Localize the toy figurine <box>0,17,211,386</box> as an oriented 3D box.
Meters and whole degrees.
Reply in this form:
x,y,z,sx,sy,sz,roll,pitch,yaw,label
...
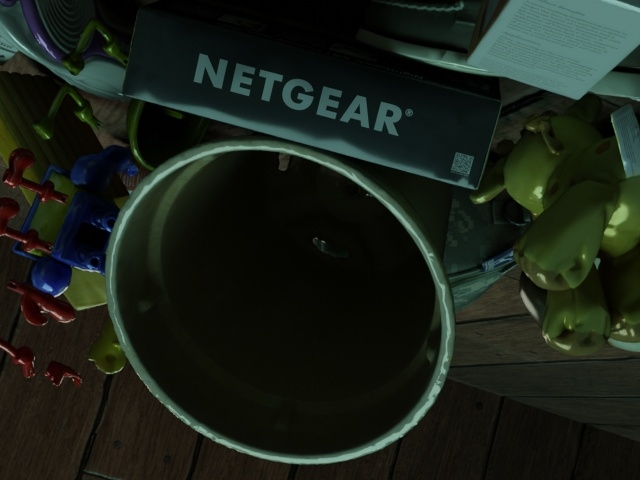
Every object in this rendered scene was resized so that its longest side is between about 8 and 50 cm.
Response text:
x,y,z,sx,sy,sz,roll,pitch,yaw,label
-0.272,-0.050,1.346,0.191,0.363,0.217,22,178,-31,toy figurine

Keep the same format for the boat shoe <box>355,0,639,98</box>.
x,y,z,sx,sy,sz,roll,pitch,yaw,label
0.173,-0.172,1.019,0.305,0.091,0.109,12,-168,26,boat shoe

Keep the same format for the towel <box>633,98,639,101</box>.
x,y,z,sx,sy,sz,roll,pitch,yaw,label
0.270,-0.152,1.145,0.152,0.023,0.113,13,169,12,towel

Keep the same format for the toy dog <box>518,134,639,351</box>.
x,y,z,sx,sy,sz,roll,pitch,yaw,label
0.369,0.020,1.197,0.395,0.285,0.408,26,166,-26,toy dog

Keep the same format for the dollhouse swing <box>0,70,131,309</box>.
x,y,z,sx,sy,sz,roll,pitch,yaw,label
-0.213,-0.099,1.602,0.315,0.305,0.347,-15,-178,10,dollhouse swing

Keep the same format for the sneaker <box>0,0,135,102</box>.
x,y,z,sx,sy,sz,roll,pitch,yaw,label
-0.274,-0.215,1.350,0.152,0.114,0.305,6,164,37,sneaker

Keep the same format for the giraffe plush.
x,y,z,sx,sy,sz,roll,pitch,yaw,label
0.211,-0.034,1.041,0.181,0.210,0.170,-13,-156,-17,giraffe plush

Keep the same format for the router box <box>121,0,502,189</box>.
x,y,z,sx,sy,sz,roll,pitch,yaw,label
0.005,-0.145,1.144,0.308,0.081,0.243,16,-164,3,router box

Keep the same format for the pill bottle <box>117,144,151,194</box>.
x,y,z,sx,sy,sz,roll,pitch,yaw,label
-0.240,-0.084,1.891,0.216,0.121,0.121,6,164,42,pill bottle

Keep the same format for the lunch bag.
x,y,z,sx,sy,sz,roll,pitch,yaw,label
0.123,-0.005,1.608,0.255,0.213,0.305,-1,169,-2,lunch bag

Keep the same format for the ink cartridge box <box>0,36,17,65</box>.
x,y,z,sx,sy,sz,roll,pitch,yaw,label
-0.385,-0.254,1.458,0.099,0.056,0.135,22,167,-22,ink cartridge box

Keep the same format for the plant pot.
x,y,z,sx,sy,sz,roll,pitch,yaw,label
0.000,0.000,1.285,0.333,0.334,0.305,14,-151,12,plant pot

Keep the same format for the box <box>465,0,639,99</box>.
x,y,z,sx,sy,sz,roll,pitch,yaw,label
0.172,-0.188,0.850,0.091,0.130,0.170,17,167,-3,box
